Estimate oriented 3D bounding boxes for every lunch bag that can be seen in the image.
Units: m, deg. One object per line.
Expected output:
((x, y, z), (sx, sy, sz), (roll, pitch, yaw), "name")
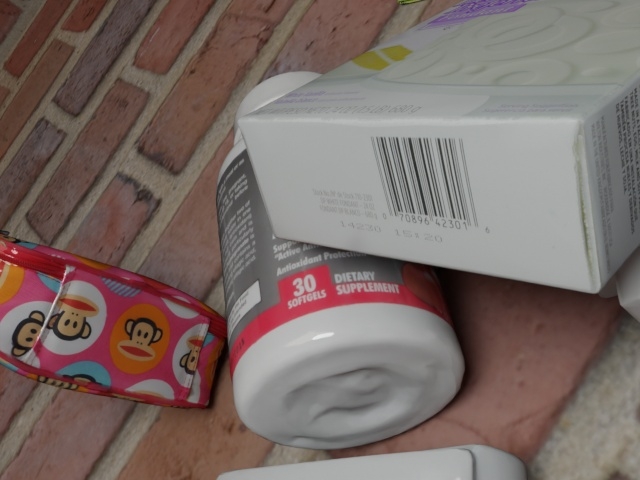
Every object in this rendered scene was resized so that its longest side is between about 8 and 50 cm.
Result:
((-0.266, 0.080, 0.744), (0.258, 0.293, 0.120), (5, 72, 44), "lunch bag")

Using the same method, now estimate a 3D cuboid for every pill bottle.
((0.000, 0.000, 0.631), (0.176, 0.176, 0.318), (-33, 46, 23), "pill bottle")

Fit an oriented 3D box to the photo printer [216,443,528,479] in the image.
((0.018, 0.302, 0.465), (0.256, 0.107, 0.307), (-18, 53, 36), "photo printer")

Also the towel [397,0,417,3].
((0.125, -0.318, 0.852), (0.060, 0.009, 0.083), (2, 66, 43), "towel")

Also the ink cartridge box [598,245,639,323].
((0.251, 0.016, 0.430), (0.198, 0.115, 0.067), (-20, 52, 34), "ink cartridge box")

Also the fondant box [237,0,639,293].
((0.144, -0.103, 0.496), (0.238, 0.096, 0.330), (9, 34, 44), "fondant box")
